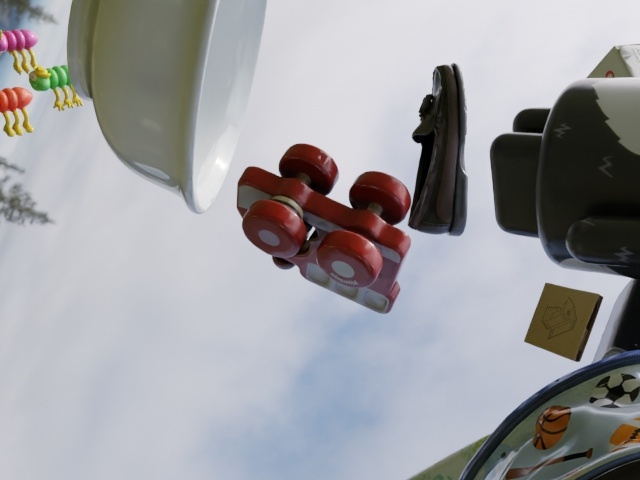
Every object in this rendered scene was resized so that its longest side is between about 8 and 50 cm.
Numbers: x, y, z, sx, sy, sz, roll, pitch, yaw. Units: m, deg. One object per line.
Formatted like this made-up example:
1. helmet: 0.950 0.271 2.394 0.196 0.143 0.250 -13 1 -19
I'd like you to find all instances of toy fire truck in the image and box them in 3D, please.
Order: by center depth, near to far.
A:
1. toy fire truck: 0.000 0.000 1.254 0.254 0.302 0.169 101 14 -55

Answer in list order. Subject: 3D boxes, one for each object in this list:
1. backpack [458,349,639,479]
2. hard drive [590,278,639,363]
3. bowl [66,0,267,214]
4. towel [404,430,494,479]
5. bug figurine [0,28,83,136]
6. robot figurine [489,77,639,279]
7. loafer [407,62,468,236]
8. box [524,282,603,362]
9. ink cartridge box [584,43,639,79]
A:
1. backpack: 0.209 0.189 0.425 0.276 0.263 0.213 -50 -168 18
2. hard drive: 0.350 0.109 0.594 0.172 0.254 0.054 -41 142 -50
3. bowl: -0.137 -0.182 0.687 0.298 0.134 0.298 13 90 -89
4. towel: 0.270 0.405 1.003 0.374 0.090 0.320 -37 -136 27
5. bug figurine: -0.525 -0.285 1.247 0.279 0.216 0.072 39 -51 22
6. robot figurine: 0.286 -0.053 0.634 0.278 0.173 0.209 8 -106 34
7. loafer: 0.191 -0.156 1.267 0.109 0.095 0.302 97 -6 -76
8. box: 0.580 0.191 1.830 0.164 0.021 0.201 -69 -161 -2
9. ink cartridge box: 0.605 -0.170 1.544 0.385 0.160 0.279 119 -42 -60
